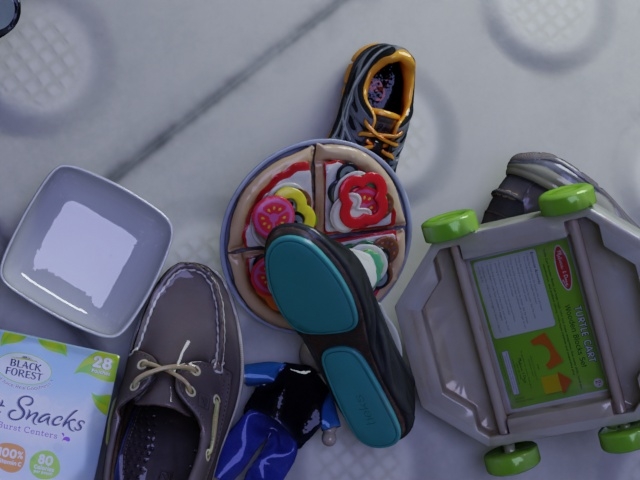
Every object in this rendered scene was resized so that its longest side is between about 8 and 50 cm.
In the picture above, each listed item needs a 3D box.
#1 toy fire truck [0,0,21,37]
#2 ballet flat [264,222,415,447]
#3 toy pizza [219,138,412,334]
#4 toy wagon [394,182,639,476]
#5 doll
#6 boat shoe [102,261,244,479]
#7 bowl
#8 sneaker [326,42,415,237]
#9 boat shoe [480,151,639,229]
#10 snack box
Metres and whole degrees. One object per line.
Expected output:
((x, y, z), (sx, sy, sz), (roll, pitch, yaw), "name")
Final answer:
((-0.390, -0.309, 1.638), (0.246, 0.158, 0.217), (24, 77, -23), "toy fire truck")
((0.022, 0.074, 1.677), (0.096, 0.095, 0.280), (-63, 140, -45), "ballet flat")
((0.000, 0.000, 1.711), (0.201, 0.032, 0.201), (-6, 108, -19), "toy pizza")
((0.253, 0.080, 1.712), (0.344, 0.068, 0.267), (-13, 99, 15), "toy wagon")
((-0.045, 0.172, 1.716), (0.129, 0.046, 0.189), (36, 75, -3), "doll")
((-0.143, 0.168, 1.644), (0.117, 0.096, 0.324), (9, 75, 6), "boat shoe")
((-0.226, 0.013, 1.680), (0.142, 0.053, 0.142), (29, 76, -10), "bowl")
((0.049, -0.100, 1.757), (0.084, 0.083, 0.214), (10, 84, -18), "sneaker")
((0.311, 0.056, 1.805), (0.355, 0.132, 0.130), (39, 86, -1), "boat shoe")
((-0.295, 0.190, 1.629), (0.175, 0.070, 0.207), (12, 78, -14), "snack box")
